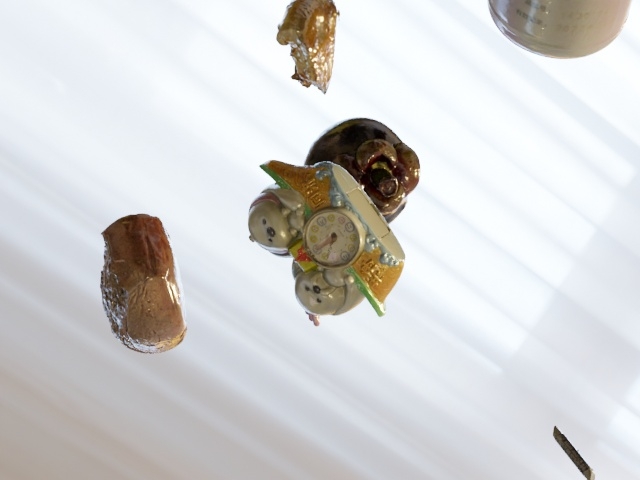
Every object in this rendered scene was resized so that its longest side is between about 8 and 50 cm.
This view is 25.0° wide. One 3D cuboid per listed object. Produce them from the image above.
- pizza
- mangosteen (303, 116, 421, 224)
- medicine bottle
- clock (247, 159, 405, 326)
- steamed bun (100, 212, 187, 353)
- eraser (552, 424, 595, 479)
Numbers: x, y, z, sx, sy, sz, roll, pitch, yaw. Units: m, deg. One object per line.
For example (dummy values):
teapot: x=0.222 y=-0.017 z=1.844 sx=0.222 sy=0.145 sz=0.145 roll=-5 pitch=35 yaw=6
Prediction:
pizza: x=-0.015 y=-0.276 z=2.054 sx=0.062 sy=0.161 sz=0.182 roll=-5 pitch=-145 yaw=18
mangosteen: x=0.081 y=-0.115 z=2.571 sx=0.211 sy=0.211 sz=0.250 roll=-57 pitch=-161 yaw=-8
medicine bottle: x=0.405 y=-0.471 z=2.332 sx=0.302 sy=0.241 sz=0.241 roll=97 pitch=14 yaw=-52
clock: x=0.000 y=0.000 z=1.706 sx=0.144 sy=0.231 sz=0.103 roll=-36 pitch=176 yaw=18
steamed bun: x=-0.230 y=0.062 z=1.846 sx=0.175 sy=0.106 sz=0.145 roll=87 pitch=-9 yaw=-50
eraser: x=0.366 y=0.308 z=2.083 sx=0.019 sy=0.027 sz=0.099 roll=-40 pitch=-122 yaw=3
